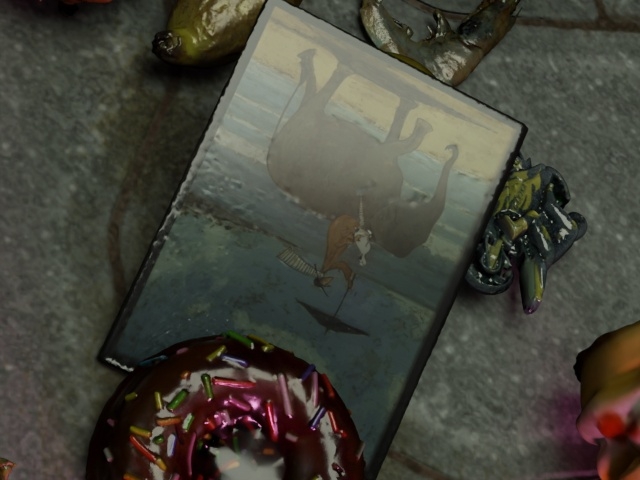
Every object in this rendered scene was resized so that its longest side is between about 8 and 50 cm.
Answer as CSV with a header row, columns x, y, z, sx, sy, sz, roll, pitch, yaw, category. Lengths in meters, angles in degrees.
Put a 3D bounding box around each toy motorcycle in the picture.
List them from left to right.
x,y,z,sx,sy,sz,roll,pitch,yaw,category
0.192,-0.014,1.699,0.124,0.061,0.193,18,50,-9,toy motorcycle

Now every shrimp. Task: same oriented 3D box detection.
x,y,z,sx,sy,sz,roll,pitch,yaw,category
0.116,-0.236,1.798,0.148,0.035,0.195,43,56,3,shrimp

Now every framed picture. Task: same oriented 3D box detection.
x,y,z,sx,sy,sz,roll,pitch,yaw,category
0.000,0.000,1.538,0.265,0.016,0.347,27,82,-12,framed picture

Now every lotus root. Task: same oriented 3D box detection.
x,y,z,sx,sy,sz,roll,pitch,yaw,category
-0.088,-0.214,1.654,0.108,0.094,0.190,23,61,26,lotus root

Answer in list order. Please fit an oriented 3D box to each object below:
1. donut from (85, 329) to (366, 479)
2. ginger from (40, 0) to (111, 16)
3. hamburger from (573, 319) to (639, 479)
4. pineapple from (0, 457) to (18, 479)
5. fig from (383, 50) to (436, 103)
x,y,z,sx,sy,sz,roll,pitch,yaw,category
-0.062,0.178,1.439,0.230,0.096,0.216,43,66,-2,donut
-0.294,-0.319,1.554,0.418,0.176,0.254,5,58,-29,ginger
0.371,0.182,1.569,0.276,0.276,0.236,3,61,-25,hamburger
-0.274,0.193,1.303,0.161,0.158,0.334,-33,82,-35,pineapple
0.043,-0.109,1.630,0.153,0.136,0.120,22,40,2,fig
